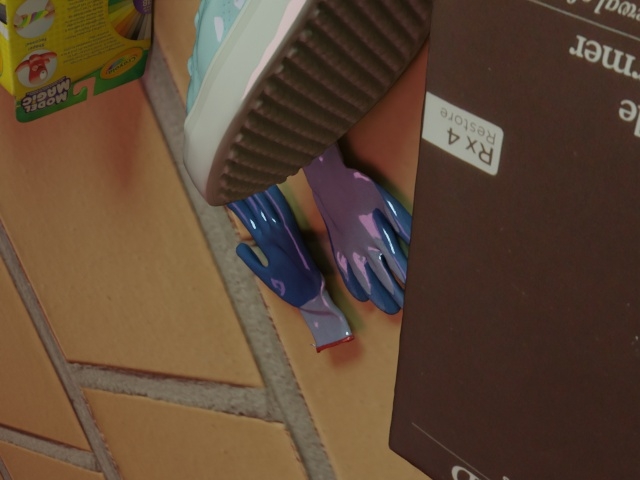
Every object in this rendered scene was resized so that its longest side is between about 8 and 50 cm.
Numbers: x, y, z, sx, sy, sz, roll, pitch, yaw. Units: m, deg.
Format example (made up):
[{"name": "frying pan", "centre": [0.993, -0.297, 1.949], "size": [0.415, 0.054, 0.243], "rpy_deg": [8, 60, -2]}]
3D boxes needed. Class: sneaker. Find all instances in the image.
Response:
[{"name": "sneaker", "centre": [-0.011, -0.178, 0.511], "size": [0.150, 0.135, 0.366], "rpy_deg": [52, 136, 23]}]

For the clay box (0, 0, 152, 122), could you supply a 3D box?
[{"name": "clay box", "centre": [-0.184, -0.199, 0.690], "size": [0.053, 0.127, 0.222], "rpy_deg": [41, 140, 25]}]

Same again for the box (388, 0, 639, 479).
[{"name": "box", "centre": [0.149, -0.020, 0.408], "size": [0.191, 0.143, 0.382], "rpy_deg": [31, 138, 33]}]

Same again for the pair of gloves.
[{"name": "pair of gloves", "centre": [0.000, 0.000, 0.703], "size": [0.159, 0.023, 0.198], "rpy_deg": [60, 144, 2]}]
